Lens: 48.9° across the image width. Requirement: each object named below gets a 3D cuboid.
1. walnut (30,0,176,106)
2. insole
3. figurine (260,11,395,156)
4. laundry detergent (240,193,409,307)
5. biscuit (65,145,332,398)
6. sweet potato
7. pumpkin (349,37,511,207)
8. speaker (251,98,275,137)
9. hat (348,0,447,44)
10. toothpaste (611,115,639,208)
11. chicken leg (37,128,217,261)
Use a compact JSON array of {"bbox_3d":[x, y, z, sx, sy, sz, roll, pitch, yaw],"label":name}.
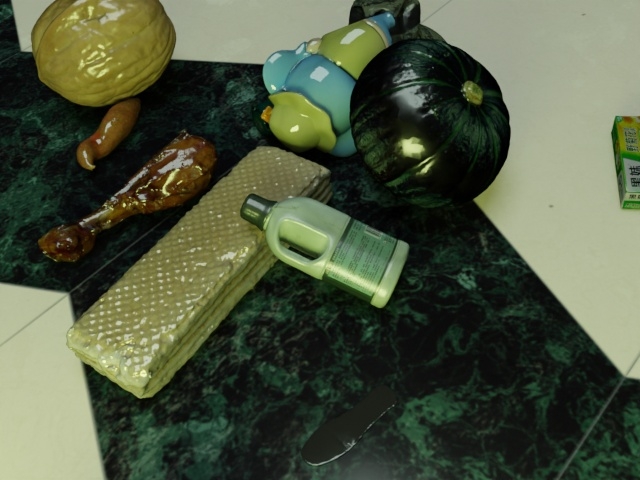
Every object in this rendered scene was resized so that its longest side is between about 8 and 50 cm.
[{"bbox_3d":[-0.393,-0.358,1.272,0.260,0.225,0.225,-34,51,-11],"label":"walnut"},{"bbox_3d":[0.035,0.213,0.815,0.135,0.002,0.045,-35,53,-23],"label":"insole"},{"bbox_3d":[0.030,-0.244,1.129,0.262,0.180,0.154,-34,45,-12],"label":"figurine"},{"bbox_3d":[0.000,0.000,0.924,0.225,0.070,0.099,26,67,1],"label":"laundry detergent"},{"bbox_3d":[-0.148,0.026,0.968,0.143,0.079,0.426,24,55,26],"label":"biscuit"},{"bbox_3d":[-0.363,-0.194,1.224,0.055,0.058,0.202,19,49,10],"label":"sweet potato"},{"bbox_3d":[0.139,-0.154,1.024,0.247,0.248,0.248,-4,46,4],"label":"pumpkin"},{"bbox_3d":[-0.084,-0.222,1.205,0.075,0.060,0.094,-31,50,-21],"label":"speaker"},{"bbox_3d":[0.118,-0.386,1.289,0.265,0.128,0.266,-3,43,3],"label":"hat"},{"bbox_3d":[0.464,-0.119,1.043,0.043,0.037,0.179,5,47,11],"label":"toothpaste"},{"bbox_3d":[-0.289,-0.061,1.076,0.304,0.093,0.113,-35,33,-12],"label":"chicken leg"}]
